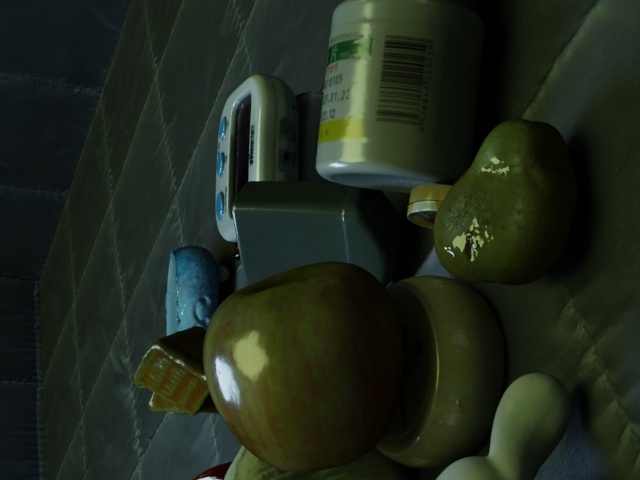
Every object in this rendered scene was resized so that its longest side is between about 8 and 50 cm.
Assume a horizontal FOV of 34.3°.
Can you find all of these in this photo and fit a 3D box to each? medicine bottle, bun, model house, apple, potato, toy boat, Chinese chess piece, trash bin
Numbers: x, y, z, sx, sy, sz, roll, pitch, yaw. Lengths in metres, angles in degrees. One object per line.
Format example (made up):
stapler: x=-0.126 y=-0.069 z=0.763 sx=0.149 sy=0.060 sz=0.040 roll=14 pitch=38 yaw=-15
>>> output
medicine bottle: x=0.112 y=-0.242 z=1.387 sx=0.208 sy=0.208 sz=0.340 roll=-3 pitch=80 yaw=65
bun: x=-0.009 y=0.369 z=1.365 sx=0.146 sy=0.287 sz=0.287 roll=-59 pitch=33 yaw=36
model house: x=-0.231 y=0.269 z=1.935 sx=0.268 sy=0.239 sz=0.173 roll=-58 pitch=35 yaw=40
apple: x=-0.013 y=0.155 z=1.281 sx=0.257 sy=0.257 sz=0.234 roll=-12 pitch=100 yaw=64
potato: x=0.213 y=-0.044 z=1.182 sx=0.157 sy=0.157 sz=0.194 roll=22 pitch=101 yaw=65
toy boat: x=-0.262 y=0.167 z=2.223 sx=0.215 sy=0.123 sz=0.330 roll=-126 pitch=38 yaw=-67
Chinese chess piece: x=0.134 y=0.168 z=1.347 sx=0.251 sy=0.097 sz=0.251 roll=-173 pitch=90 yaw=-65
trash bin: x=0.000 y=0.000 z=1.526 sx=0.101 sy=0.236 sz=0.177 roll=-65 pitch=-28 yaw=-51

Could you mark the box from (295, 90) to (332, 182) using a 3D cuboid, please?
box: x=-0.026 y=-0.048 z=1.738 sx=0.190 sy=0.112 sz=0.370 roll=162 pitch=113 yaw=-65

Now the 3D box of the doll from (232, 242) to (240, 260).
doll: x=-0.160 y=-0.087 z=2.090 sx=0.127 sy=0.088 sz=0.249 roll=-28 pitch=65 yaw=36

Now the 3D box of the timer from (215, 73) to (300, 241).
timer: x=-0.105 y=-0.129 z=1.700 sx=0.237 sy=0.087 sz=0.262 roll=161 pitch=112 yaw=-65

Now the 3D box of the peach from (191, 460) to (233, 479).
peach: x=-0.118 y=0.456 z=1.635 sx=0.245 sy=0.248 sz=0.275 roll=-50 pitch=-16 yaw=-51

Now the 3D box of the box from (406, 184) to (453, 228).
box: x=0.164 y=-0.041 z=1.336 sx=0.105 sy=0.105 sz=0.037 roll=-18 pitch=60 yaw=63

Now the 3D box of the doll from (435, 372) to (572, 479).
doll: x=0.155 y=0.372 z=1.121 sx=0.187 sy=0.376 sz=0.365 roll=39 pitch=143 yaw=11
